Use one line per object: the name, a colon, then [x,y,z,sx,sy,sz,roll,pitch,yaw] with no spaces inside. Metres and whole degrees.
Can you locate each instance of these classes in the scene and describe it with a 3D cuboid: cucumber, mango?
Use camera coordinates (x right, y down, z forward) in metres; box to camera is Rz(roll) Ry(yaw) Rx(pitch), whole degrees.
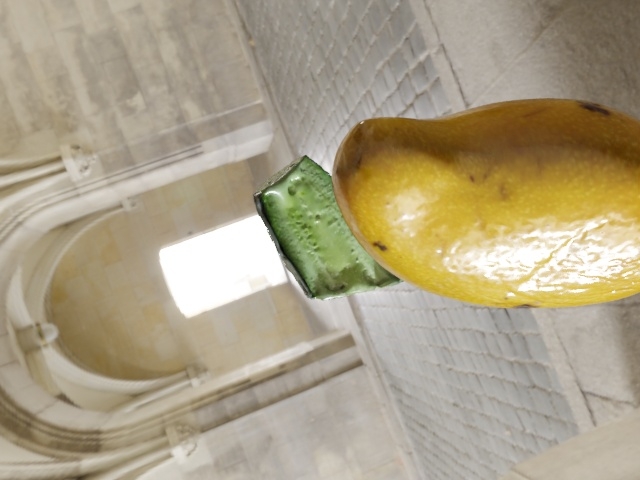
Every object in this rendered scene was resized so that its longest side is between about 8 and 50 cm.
cucumber: [0.000,0.000,0.786,0.193,0.115,0.086,56,165,-19]
mango: [0.151,-0.030,0.527,0.120,0.295,0.177,-87,7,-54]
